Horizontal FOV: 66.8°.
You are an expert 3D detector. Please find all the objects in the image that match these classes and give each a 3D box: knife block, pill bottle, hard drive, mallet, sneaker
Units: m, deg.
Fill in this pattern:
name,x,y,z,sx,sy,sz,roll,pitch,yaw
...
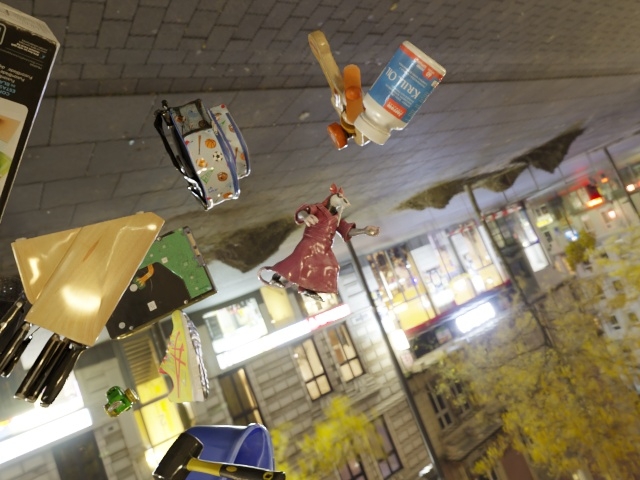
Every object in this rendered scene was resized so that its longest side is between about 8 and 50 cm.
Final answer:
name,x,y,z,sx,sy,sz,roll,pitch,yaw
knife block,-0.347,0.102,0.715,0.276,0.242,0.088,-18,-175,-31
pill bottle,0.180,-0.341,1.146,0.221,0.124,0.124,-54,159,24
hard drive,-0.517,0.127,1.494,0.339,0.236,0.064,-26,168,-6
mallet,-0.113,0.256,0.562,0.190,0.039,0.062,-15,-151,29
sneaker,-0.307,0.251,1.047,0.094,0.208,0.081,-15,157,-4

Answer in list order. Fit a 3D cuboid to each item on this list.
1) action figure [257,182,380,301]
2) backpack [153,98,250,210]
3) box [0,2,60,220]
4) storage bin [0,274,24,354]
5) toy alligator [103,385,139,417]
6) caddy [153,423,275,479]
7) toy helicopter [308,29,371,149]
name,x,y,z,sx,sy,sz,roll,pitch,yaw
action figure,0.000,0.000,1.518,0.248,0.370,0.276,27,163,-25
backpack,-0.312,-0.231,1.361,0.213,0.263,0.276,-18,158,-8
box,-0.386,-0.112,0.532,0.087,0.169,0.290,16,106,-40
storage bin,-0.631,0.123,0.847,0.180,0.084,0.122,17,110,-39
toy alligator,-0.399,0.308,0.950,0.056,0.051,0.189,-36,171,-22
caddy,-0.174,0.483,0.840,0.179,0.241,0.341,0,-148,15
toy helicopter,0.057,-0.444,1.418,0.140,0.355,0.235,-28,-169,-3
